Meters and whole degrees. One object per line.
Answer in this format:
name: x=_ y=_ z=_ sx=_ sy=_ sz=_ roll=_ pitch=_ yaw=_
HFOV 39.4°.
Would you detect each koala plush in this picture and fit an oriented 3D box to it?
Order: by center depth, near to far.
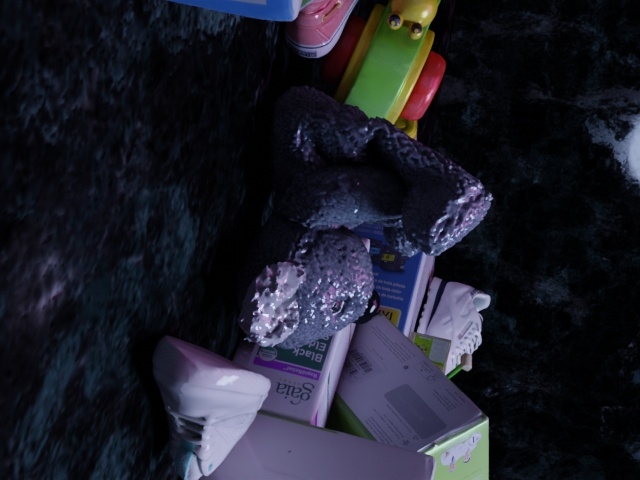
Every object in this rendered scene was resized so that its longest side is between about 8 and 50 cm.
koala plush: x=0.000 y=0.000 z=0.800 sx=0.221 sy=0.203 sz=0.196 roll=-57 pitch=-178 yaw=-2

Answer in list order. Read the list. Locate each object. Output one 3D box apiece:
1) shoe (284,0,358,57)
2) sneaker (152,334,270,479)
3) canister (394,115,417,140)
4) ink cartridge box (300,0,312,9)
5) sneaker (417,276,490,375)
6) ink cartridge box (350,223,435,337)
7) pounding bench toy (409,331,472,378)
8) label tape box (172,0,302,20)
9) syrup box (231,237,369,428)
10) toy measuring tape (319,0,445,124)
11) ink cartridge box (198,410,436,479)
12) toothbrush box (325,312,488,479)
shoe: x=0.015 y=-0.252 z=0.793 sx=0.081 sy=0.063 sz=0.178 roll=96 pitch=14 yaw=-61
sneaker: x=-0.087 y=0.133 z=0.667 sx=0.094 sy=0.080 sz=0.212 roll=-64 pitch=168 yaw=-14
canister: x=0.121 y=-0.153 z=1.458 sx=0.170 sy=0.073 sz=0.126 roll=85 pitch=4 yaw=-54
ink cartridge box: x=0.033 y=-0.244 z=0.576 sx=0.209 sy=0.062 sz=0.109 roll=-19 pitch=-132 yaw=54
sneaker: x=0.189 y=0.145 z=1.314 sx=0.235 sy=0.094 sz=0.090 roll=-66 pitch=166 yaw=-44
ink cartridge box: x=0.084 y=0.056 z=1.302 sx=0.270 sy=0.151 sz=0.396 roll=88 pitch=18 yaw=-53
pounding bench toy: x=0.148 y=0.163 z=1.129 sx=0.065 sy=0.083 sz=0.052 roll=89 pitch=16 yaw=-49
label tape box: x=-0.020 y=-0.310 z=0.403 sx=0.241 sy=0.105 sz=0.334 roll=86 pitch=19 yaw=-60
syrup box: x=-0.022 y=0.102 z=0.920 sx=0.096 sy=0.093 sz=0.237 roll=92 pitch=14 yaw=-46
toy measuring tape: x=0.042 y=-0.137 z=0.909 sx=0.330 sy=0.121 sz=0.121 roll=122 pitch=-13 yaw=-61
ink cartridge box: x=-0.018 y=0.330 z=0.879 sx=0.119 sy=0.207 sz=0.354 roll=-68 pitch=168 yaw=-46
toothbrush box: x=0.086 y=0.261 z=1.018 sx=0.206 sy=0.122 sz=0.283 roll=45 pitch=-28 yaw=48
